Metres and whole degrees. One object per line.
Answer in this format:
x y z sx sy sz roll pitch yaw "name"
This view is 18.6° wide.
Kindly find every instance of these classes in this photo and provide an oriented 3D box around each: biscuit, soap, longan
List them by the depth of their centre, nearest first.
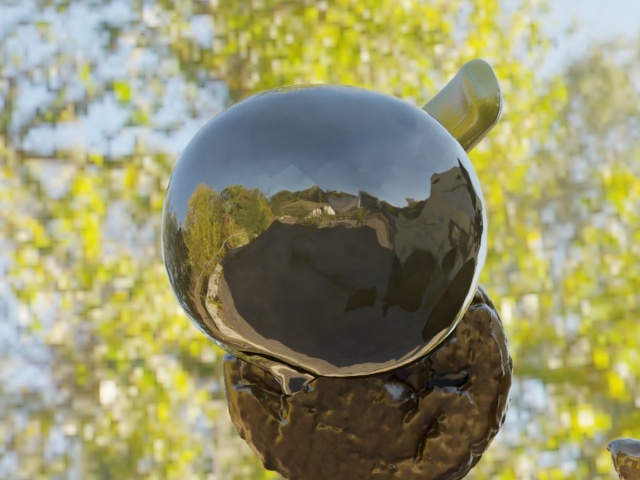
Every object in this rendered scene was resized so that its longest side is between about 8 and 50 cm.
-0.001 -0.003 1.741 0.297 0.297 0.297 -4 -24 -2 "longan"
0.047 0.128 1.935 0.296 0.296 0.075 -5 0 1 "biscuit"
0.158 -0.142 2.200 0.045 0.089 0.140 9 -37 -33 "soap"

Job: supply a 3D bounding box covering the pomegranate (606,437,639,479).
0.438 0.248 1.894 0.342 0.342 0.342 -4 -24 -2 "pomegranate"
